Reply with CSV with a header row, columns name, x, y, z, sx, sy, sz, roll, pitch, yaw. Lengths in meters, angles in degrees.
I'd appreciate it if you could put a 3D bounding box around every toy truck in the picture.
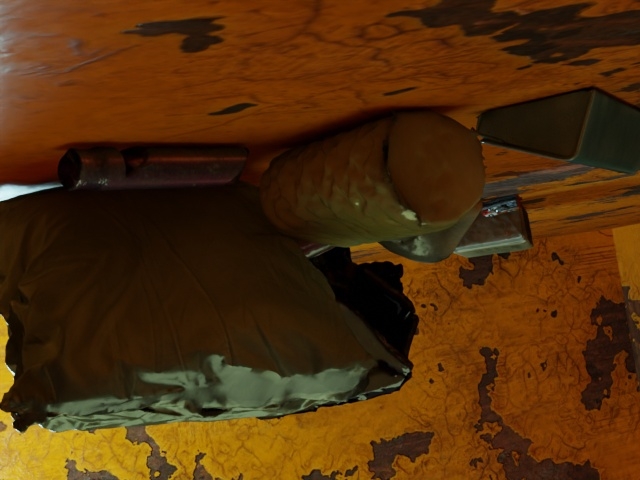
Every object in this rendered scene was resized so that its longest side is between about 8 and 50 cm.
name,x,y,z,sx,sy,sz,roll,pitch,yaw
toy truck,0.293,-0.057,1.967,0.083,0.024,0.032,-14,152,39

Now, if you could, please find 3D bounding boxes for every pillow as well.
name,x,y,z,sx,sy,sz,roll,pitch,yaw
pillow,-0.144,0.042,1.008,0.309,0.138,0.283,-5,-140,-24

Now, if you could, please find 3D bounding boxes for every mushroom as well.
name,x,y,z,sx,sy,sz,roll,pitch,yaw
mushroom,0.117,-0.026,1.594,0.225,0.093,0.116,5,140,-35

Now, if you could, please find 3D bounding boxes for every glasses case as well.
name,x,y,z,sx,sy,sz,roll,pitch,yaw
glasses case,0.233,-0.089,1.082,0.105,0.056,0.266,-11,175,26

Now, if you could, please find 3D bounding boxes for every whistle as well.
name,x,y,z,sx,sy,sz,roll,pitch,yaw
whistle,-0.122,-0.055,0.903,0.033,0.033,0.176,-12,176,42

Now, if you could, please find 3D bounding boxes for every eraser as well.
name,x,y,z,sx,sy,sz,roll,pitch,yaw
eraser,0.320,-0.018,2.235,0.144,0.078,0.343,-10,175,11

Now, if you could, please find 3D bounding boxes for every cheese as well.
name,x,y,z,sx,sy,sz,roll,pitch,yaw
cheese,0.041,-0.045,0.973,0.123,0.094,0.167,0,172,-37

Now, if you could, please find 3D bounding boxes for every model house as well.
name,x,y,z,sx,sy,sz,roll,pitch,yaw
model house,-0.031,0.051,1.593,0.317,0.297,0.282,-20,-160,26

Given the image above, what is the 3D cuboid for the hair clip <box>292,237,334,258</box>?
name,x,y,z,sx,sy,sz,roll,pitch,yaw
hair clip,0.000,-0.001,1.369,0.358,0.096,0.110,-31,163,6
